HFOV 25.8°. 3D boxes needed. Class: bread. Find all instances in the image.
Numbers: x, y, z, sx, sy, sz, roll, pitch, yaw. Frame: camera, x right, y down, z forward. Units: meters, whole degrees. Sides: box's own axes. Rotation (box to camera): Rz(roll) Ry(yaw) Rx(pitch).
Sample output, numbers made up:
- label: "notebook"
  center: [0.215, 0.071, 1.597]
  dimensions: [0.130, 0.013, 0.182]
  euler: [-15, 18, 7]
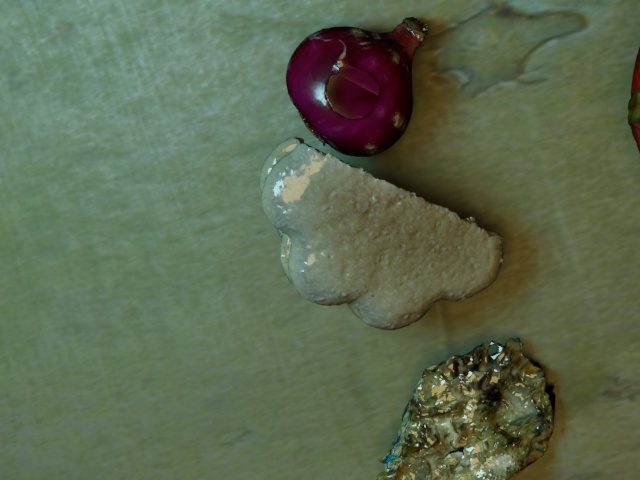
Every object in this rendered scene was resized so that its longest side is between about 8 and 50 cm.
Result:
- label: "bread"
  center: [0.062, 0.007, 1.736]
  dimensions: [0.337, 0.102, 0.183]
  euler: [25, 97, -23]

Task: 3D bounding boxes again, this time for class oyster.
- label: "oyster"
  center: [0.187, 0.247, 1.838]
  dimensions: [0.260, 0.092, 0.198]
  euler: [-26, 101, 11]

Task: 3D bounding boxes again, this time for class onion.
- label: "onion"
  center: [0.054, -0.203, 1.734]
  dimensions: [0.173, 0.135, 0.198]
  euler: [43, 104, -4]

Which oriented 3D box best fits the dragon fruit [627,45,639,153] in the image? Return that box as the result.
- label: "dragon fruit"
  center: [0.494, -0.157, 1.599]
  dimensions: [0.277, 0.277, 0.342]
  euler: [-27, 100, 14]

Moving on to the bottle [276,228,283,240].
- label: "bottle"
  center: [-0.001, 0.000, 1.814]
  dimensions: [0.099, 0.099, 0.152]
  euler: [-18, 107, 13]
